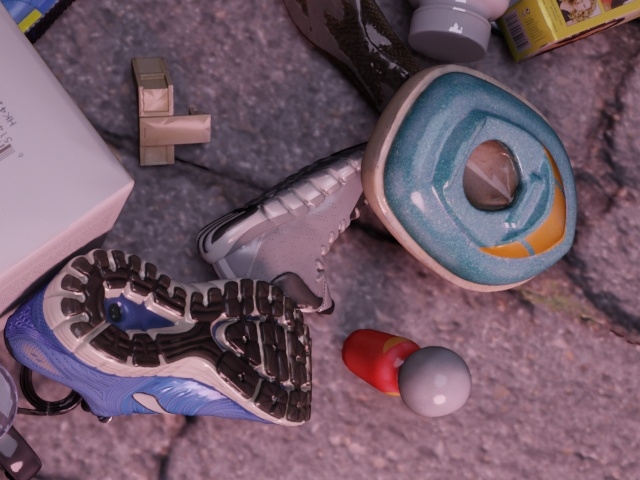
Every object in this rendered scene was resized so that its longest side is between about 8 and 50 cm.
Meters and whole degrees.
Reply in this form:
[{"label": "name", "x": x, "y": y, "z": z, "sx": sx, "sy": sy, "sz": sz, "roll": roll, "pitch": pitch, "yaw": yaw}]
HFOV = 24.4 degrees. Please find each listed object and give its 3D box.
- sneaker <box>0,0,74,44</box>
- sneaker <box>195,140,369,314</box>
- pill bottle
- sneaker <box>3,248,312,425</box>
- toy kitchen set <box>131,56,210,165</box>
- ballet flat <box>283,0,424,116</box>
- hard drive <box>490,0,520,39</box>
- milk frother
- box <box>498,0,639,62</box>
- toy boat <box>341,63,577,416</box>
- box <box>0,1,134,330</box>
[{"label": "sneaker", "x": -0.257, "y": -0.266, "z": 1.420, "sx": 0.082, "sy": 0.069, "sz": 0.209, "roll": 44, "pitch": 73, "yaw": 1}, {"label": "sneaker", "x": 0.000, "y": 0.000, "z": 1.435, "sx": 0.229, "sy": 0.086, "sz": 0.132, "roll": -30, "pitch": 101, "yaw": -18}, {"label": "pill bottle", "x": 0.142, "y": -0.281, "z": 1.477, "sx": 0.108, "sy": 0.108, "sz": 0.193, "roll": 14, "pitch": 76, "yaw": -11}, {"label": "sneaker", "x": -0.137, "y": 0.096, "z": 1.324, "sx": 0.330, "sy": 0.147, "sz": 0.129, "roll": 23, "pitch": 58, "yaw": -41}, {"label": "toy kitchen set", "x": -0.146, "y": -0.126, "z": 1.440, "sx": 0.068, "sy": 0.075, "sz": 0.083, "roll": -4, "pitch": 120, "yaw": -12}, {"label": "ballet flat", "x": 0.043, "y": -0.204, "z": 1.494, "sx": 0.084, "sy": 0.058, "sz": 0.250, "roll": -40, "pitch": 84, "yaw": 18}, {"label": "hard drive", "x": 0.165, "y": -0.275, "z": 1.551, "sx": 0.135, "sy": 0.022, "sz": 0.094, "roll": 25, "pitch": 74, "yaw": -8}, {"label": "milk frother", "x": -0.276, "y": 0.132, "z": 1.302, "sx": 0.129, "sy": 0.135, "sz": 0.143, "roll": 31, "pitch": 73, "yaw": -7}, {"label": "box", "x": 0.303, "y": -0.253, "z": 1.535, "sx": 0.232, "sy": 0.087, "sz": 0.058, "roll": -23, "pitch": 90, "yaw": -22}, {"label": "toy boat", "x": 0.136, "y": 0.009, "z": 1.400, "sx": 0.267, "sy": 0.148, "sz": 0.318, "roll": 29, "pitch": 84, "yaw": -38}, {"label": "box", "x": -0.299, "y": -0.047, "z": 1.221, "sx": 0.168, "sy": 0.345, "sz": 0.215, "roll": -37, "pitch": 90, "yaw": -18}]
